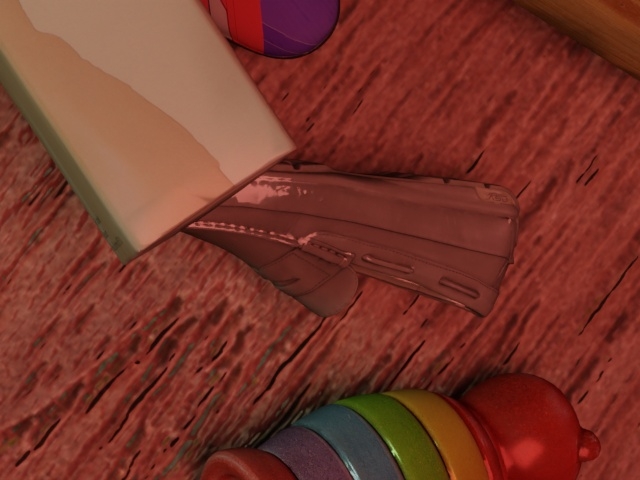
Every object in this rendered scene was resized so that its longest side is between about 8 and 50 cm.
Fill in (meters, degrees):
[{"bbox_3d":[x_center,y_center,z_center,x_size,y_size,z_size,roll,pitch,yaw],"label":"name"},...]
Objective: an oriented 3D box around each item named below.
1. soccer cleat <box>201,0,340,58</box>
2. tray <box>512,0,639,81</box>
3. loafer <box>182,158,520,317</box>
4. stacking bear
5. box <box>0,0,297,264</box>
[{"bbox_3d":[-0.089,-0.241,1.257,0.108,0.116,0.318,-43,113,-7],"label":"soccer cleat"},{"bbox_3d":[0.158,-0.281,1.336,0.411,0.076,0.202,28,72,-25],"label":"tray"},{"bbox_3d":[0.000,0.000,1.354,0.319,0.112,0.111,6,92,-23],"label":"loafer"},{"bbox_3d":[0.070,0.185,1.409,0.289,0.175,0.164,-19,116,-27],"label":"stacking bear"},{"bbox_3d":[-0.156,-0.147,1.188,0.121,0.148,0.311,-34,91,-10],"label":"box"}]
